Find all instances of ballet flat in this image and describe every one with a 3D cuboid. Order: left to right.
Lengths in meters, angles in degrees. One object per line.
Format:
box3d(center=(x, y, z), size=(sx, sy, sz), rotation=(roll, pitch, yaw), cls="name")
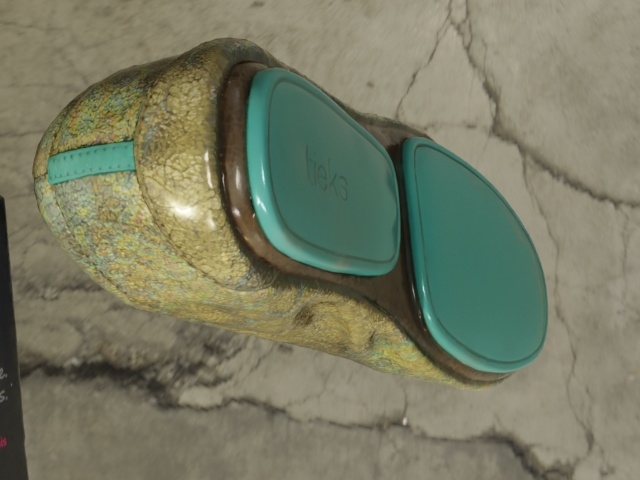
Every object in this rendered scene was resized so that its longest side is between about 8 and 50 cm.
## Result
box3d(center=(0.000, 0.000, 0.615), size=(0.123, 0.348, 0.123), rotation=(-6, 76, 25), cls="ballet flat")

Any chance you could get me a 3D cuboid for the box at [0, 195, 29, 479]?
box3d(center=(-0.211, 0.123, 0.519), size=(0.143, 0.165, 0.270), rotation=(0, 97, 27), cls="box")
